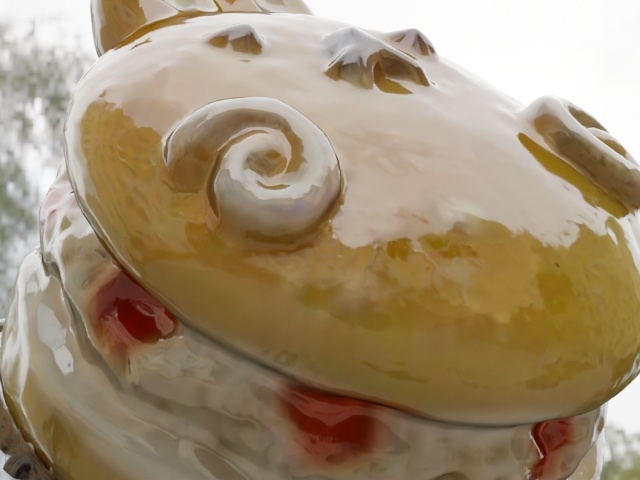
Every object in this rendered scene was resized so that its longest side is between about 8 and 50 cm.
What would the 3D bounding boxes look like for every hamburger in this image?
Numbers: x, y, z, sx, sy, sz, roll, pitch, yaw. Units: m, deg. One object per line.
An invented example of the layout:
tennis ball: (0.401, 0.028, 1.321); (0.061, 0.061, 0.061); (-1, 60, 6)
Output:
hamburger: (0.000, 0.000, 0.765); (0.261, 0.303, 0.186); (3, -63, -27)
